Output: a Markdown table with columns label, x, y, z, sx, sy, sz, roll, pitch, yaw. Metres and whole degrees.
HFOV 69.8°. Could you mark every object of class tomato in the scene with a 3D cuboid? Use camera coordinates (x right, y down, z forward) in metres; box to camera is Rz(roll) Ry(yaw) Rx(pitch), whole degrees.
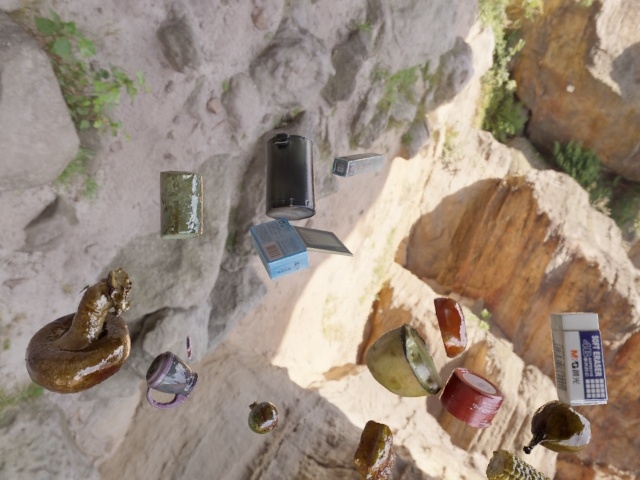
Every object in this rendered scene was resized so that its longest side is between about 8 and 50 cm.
| label | x | y | z | sx | sy | sz | roll | pitch | yaw |
| --- | --- | --- | --- | --- | --- | --- | --- | --- | --- |
| tomato | 0.484 | 0.309 | 1.686 | 0.237 | 0.095 | 0.236 | -14 | 90 | -76 |

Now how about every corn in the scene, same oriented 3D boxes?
| label | x | y | z | sx | sy | sz | roll | pitch | yaw |
| --- | --- | --- | --- | --- | --- | --- | --- | --- | --- |
| corn | 0.453 | 0.523 | 0.873 | 0.101 | 0.310 | 0.101 | -51 | -178 | 2 |

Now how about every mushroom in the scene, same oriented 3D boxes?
| label | x | y | z | sx | sy | sz | roll | pitch | yaw |
| --- | --- | --- | --- | --- | --- | --- | --- | --- | --- |
| mushroom | -0.759 | 0.310 | 1.463 | 0.334 | 0.331 | 0.356 | -7 | 134 | -21 |

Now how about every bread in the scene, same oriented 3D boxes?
| label | x | y | z | sx | sy | sz | roll | pitch | yaw |
| --- | --- | --- | --- | --- | --- | --- | --- | --- | --- |
| bread | 0.200 | 0.781 | 1.629 | 0.380 | 0.109 | 0.185 | 74 | 33 | -50 |

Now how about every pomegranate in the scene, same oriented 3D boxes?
| label | x | y | z | sx | sy | sz | roll | pitch | yaw |
| --- | --- | --- | --- | --- | --- | --- | --- | --- | --- |
| pomegranate | -0.228 | 0.692 | 1.806 | 0.130 | 0.130 | 0.130 | -49 | 156 | -31 |

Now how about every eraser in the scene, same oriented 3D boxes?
| label | x | y | z | sx | sy | sz | roll | pitch | yaw |
| --- | --- | --- | --- | --- | --- | --- | --- | --- | --- |
| eraser | 0.813 | 0.369 | 1.452 | 0.081 | 0.124 | 0.279 | 104 | -16 | -82 |

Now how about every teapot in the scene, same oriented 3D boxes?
| label | x | y | z | sx | sy | sz | roll | pitch | yaw |
| --- | --- | --- | --- | --- | --- | --- | --- | --- | --- |
| teapot | -0.446 | 0.425 | 1.387 | 0.116 | 0.146 | 0.148 | -38 | -152 | 28 |

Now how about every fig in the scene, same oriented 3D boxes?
| label | x | y | z | sx | sy | sz | roll | pitch | yaw |
| --- | --- | --- | --- | --- | --- | --- | --- | --- | --- |
| fig | 0.815 | 0.659 | 1.616 | 0.290 | 0.190 | 0.190 | 19 | 100 | -35 |

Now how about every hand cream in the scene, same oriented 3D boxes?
| label | x | y | z | sx | sy | sz | roll | pitch | yaw |
| --- | --- | --- | --- | --- | --- | --- | --- | --- | --- |
| hand cream | 0.525 | 0.544 | 1.596 | 0.193 | 0.193 | 0.125 | -5 | 117 | -66 |

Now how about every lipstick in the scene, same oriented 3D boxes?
| label | x | y | z | sx | sy | sz | roll | pitch | yaw |
| --- | --- | --- | --- | --- | --- | --- | --- | --- | --- |
| lipstick | 0.183 | -0.356 | 2.133 | 0.371 | 0.080 | 0.076 | -23 | 126 | -54 |

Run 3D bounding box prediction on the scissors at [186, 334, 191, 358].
| label | x | y | z | sx | sy | sz | roll | pitch | yaw |
| --- | --- | --- | --- | --- | --- | --- | --- | --- | --- |
| scissors | -0.404 | 0.319 | 1.407 | 0.012 | 0.113 | 0.039 | -8 | 109 | -15 |

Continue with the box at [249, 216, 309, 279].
| label | x | y | z | sx | sy | sz | roll | pitch | yaw |
| --- | --- | --- | --- | --- | --- | --- | --- | --- | --- |
| box | -0.148 | 0.023 | 1.618 | 0.143 | 0.232 | 0.083 | -18 | 129 | -16 |

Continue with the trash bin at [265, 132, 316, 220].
| label | x | y | z | sx | sy | sz | roll | pitch | yaw |
| --- | --- | --- | --- | --- | --- | --- | --- | --- | --- |
| trash bin | -0.123 | -0.249 | 1.861 | 0.252 | 0.203 | 0.301 | 43 | 43 | -72 |

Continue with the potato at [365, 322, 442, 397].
| label | x | y | z | sx | sy | sz | roll | pitch | yaw |
| --- | --- | --- | --- | --- | --- | --- | --- | --- | --- |
| potato | 0.286 | 0.449 | 1.667 | 0.285 | 0.242 | 0.242 | 49 | 65 | -28 |

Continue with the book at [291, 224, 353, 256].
| label | x | y | z | sx | sy | sz | roll | pitch | yaw |
| --- | --- | --- | --- | --- | --- | --- | --- | --- | --- |
| book | 0.000 | 0.000 | 2.137 | 0.322 | 0.228 | 0.018 | -129 | -129 | -65 |

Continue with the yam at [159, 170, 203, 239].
| label | x | y | z | sx | sy | sz | roll | pitch | yaw |
| --- | --- | --- | --- | --- | --- | --- | --- | --- | --- |
| yam | -0.514 | -0.134 | 1.699 | 0.161 | 0.161 | 0.268 | 2 | 88 | -68 |
